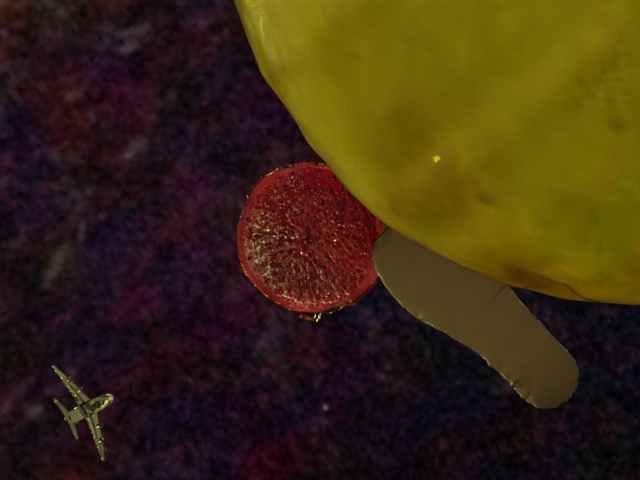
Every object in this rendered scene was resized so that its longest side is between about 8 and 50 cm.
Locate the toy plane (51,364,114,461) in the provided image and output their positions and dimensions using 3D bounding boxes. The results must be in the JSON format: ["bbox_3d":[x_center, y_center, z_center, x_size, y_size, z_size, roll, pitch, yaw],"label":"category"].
[{"bbox_3d":[-0.166,0.120,0.900,0.024,0.078,0.084,-29,1,-29],"label":"toy plane"}]

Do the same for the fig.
[{"bbox_3d":[0.127,-0.151,0.460,0.343,0.343,0.343,-23,29,14],"label":"fig"}]

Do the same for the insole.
[{"bbox_3d":[0.140,0.064,1.114,0.080,0.232,0.003,-51,12,-4],"label":"insole"}]

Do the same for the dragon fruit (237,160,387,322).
[{"bbox_3d":[0.000,0.000,1.245,0.153,0.153,0.111,-25,-2,11],"label":"dragon fruit"}]
